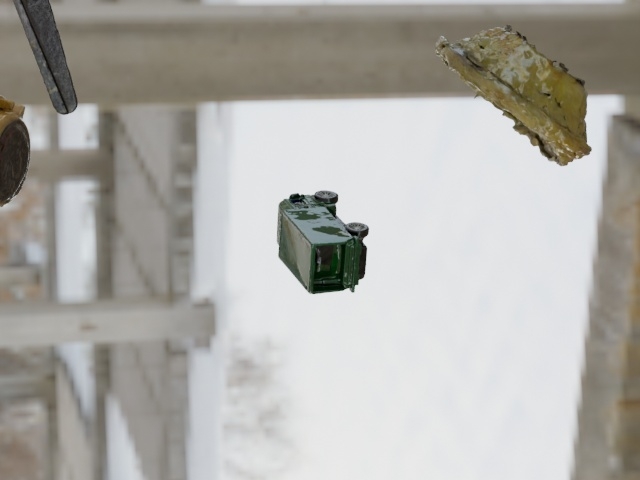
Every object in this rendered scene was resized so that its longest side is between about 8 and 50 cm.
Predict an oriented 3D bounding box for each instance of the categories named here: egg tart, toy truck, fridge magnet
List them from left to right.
[{"bbox_3d":[-0.369,-0.093,2.163,0.143,0.063,0.143,9,90,-75],"label":"fridge magnet"},{"bbox_3d":[0.000,0.000,2.083,0.147,0.079,0.065,-130,-140,-59],"label":"toy truck"},{"bbox_3d":[0.220,-0.167,2.106,0.090,0.212,0.212,-53,-160,2],"label":"egg tart"}]

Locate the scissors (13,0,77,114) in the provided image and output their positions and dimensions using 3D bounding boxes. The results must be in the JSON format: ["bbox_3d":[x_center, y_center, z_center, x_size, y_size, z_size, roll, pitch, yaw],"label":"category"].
[{"bbox_3d":[-0.265,-0.254,1.653,0.024,0.160,0.317,-128,-159,-67],"label":"scissors"}]
